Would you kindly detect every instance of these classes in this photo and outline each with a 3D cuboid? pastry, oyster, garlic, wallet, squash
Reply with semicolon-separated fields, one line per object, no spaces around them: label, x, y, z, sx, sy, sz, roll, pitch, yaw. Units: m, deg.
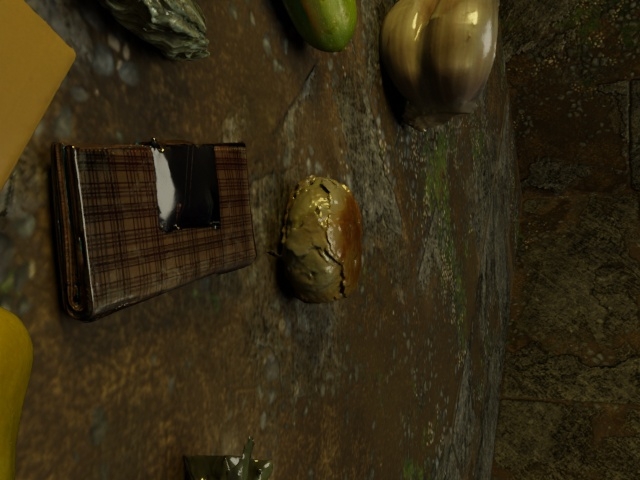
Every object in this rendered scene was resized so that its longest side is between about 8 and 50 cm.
pastry;0.005;0.001;0.761;0.153;0.081;0.153;-6;90;-66
oyster;-0.136;-0.204;0.488;0.125;0.064;0.177;-81;148;-56
garlic;0.215;-0.329;1.119;0.237;0.210;0.291;-16;111;-59
wallet;-0.119;-0.020;0.529;0.230;0.042;0.124;-19;108;-63
squash;-0.010;-0.293;0.743;0.188;0.095;0.095;70;29;-43

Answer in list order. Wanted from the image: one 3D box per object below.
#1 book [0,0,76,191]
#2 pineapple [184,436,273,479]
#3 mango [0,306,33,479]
book;-0.246;-0.009;0.174;0.269;0.032;0.388;44;47;-39
pineapple;-0.084;0.281;0.467;0.340;0.169;0.169;-63;144;-59
mango;-0.200;0.112;0.292;0.122;0.086;0.191;26;54;-47
